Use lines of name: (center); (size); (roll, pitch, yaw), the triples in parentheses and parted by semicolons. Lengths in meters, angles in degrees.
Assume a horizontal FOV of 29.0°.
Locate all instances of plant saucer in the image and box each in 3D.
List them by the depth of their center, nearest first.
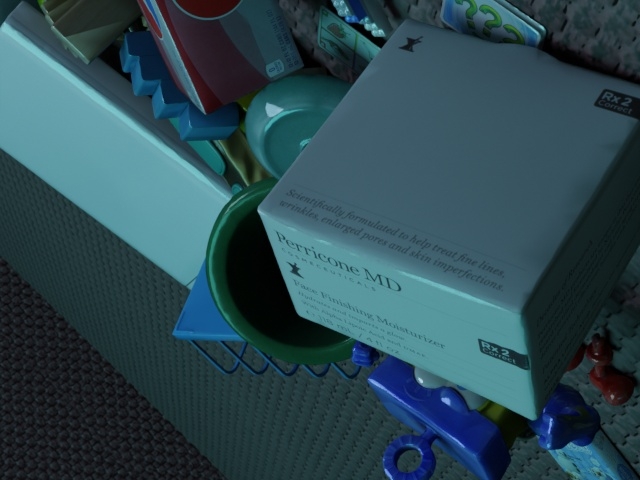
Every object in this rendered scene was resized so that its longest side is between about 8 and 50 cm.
plant saucer: (-0.002, -0.074, 0.947); (0.119, 0.021, 0.119); (7, 136, 6)

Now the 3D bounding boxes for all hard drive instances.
hard drive: (-0.213, -0.083, 1.340); (0.353, 0.047, 0.233); (38, 148, -9)

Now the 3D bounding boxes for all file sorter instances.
file sorter: (-0.038, 0.072, 1.261); (0.170, 0.118, 0.104); (-2, 145, 36)

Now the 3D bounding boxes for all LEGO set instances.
LEGO set: (0.033, -0.146, 0.863); (0.244, 0.060, 0.182); (40, 156, 18)

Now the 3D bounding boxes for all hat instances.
hat: (0.000, 0.000, 1.123); (0.173, 0.183, 0.209); (11, 118, 5)

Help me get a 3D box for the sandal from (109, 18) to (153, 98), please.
sandal: (-0.221, -0.215, 1.239); (0.090, 0.060, 0.219); (18, 146, 54)

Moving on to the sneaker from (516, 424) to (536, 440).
sneaker: (0.131, 0.115, 1.156); (0.188, 0.066, 0.071); (53, 161, -16)

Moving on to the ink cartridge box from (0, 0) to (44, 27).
ink cartridge box: (-0.391, -0.327, 1.330); (0.208, 0.087, 0.153); (44, 161, 3)

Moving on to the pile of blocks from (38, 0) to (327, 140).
pile of blocks: (-0.139, -0.168, 1.031); (0.362, 0.149, 0.112); (47, 160, -3)

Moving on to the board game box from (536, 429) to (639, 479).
board game box: (0.249, 0.203, 1.154); (0.090, 0.020, 0.090); (52, 160, -11)

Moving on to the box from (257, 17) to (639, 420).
box: (0.091, -0.019, 0.762); (0.181, 0.182, 0.119); (22, 151, 29)

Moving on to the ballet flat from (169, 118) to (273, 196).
ballet flat: (-0.068, -0.075, 1.189); (0.232, 0.073, 0.080); (54, 164, -4)

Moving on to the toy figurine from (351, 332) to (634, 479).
toy figurine: (0.148, 0.124, 0.911); (0.362, 0.217, 0.191); (35, 158, 32)

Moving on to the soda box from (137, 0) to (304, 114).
soda box: (-0.106, -0.226, 0.858); (0.263, 0.083, 0.092); (66, 170, -25)
